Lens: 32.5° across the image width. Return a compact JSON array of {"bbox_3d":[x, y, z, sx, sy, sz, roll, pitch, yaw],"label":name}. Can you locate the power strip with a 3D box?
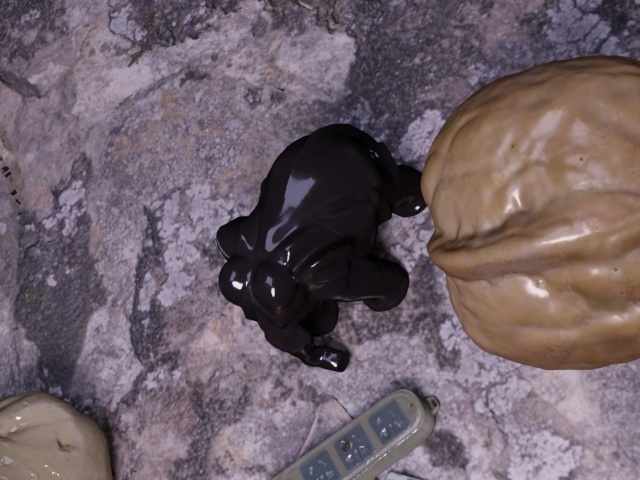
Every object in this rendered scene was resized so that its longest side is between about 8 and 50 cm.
[{"bbox_3d":[0.037,0.293,1.454,0.286,0.048,0.080,-38,56,11],"label":"power strip"}]

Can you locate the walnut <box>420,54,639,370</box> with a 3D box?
[{"bbox_3d":[0.298,-0.031,1.263,0.381,0.381,0.381,-12,64,27],"label":"walnut"}]

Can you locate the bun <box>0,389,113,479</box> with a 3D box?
[{"bbox_3d":[-0.469,0.395,1.607,0.362,0.234,0.326,-38,60,20],"label":"bun"}]

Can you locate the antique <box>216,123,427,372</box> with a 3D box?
[{"bbox_3d":[0.000,0.000,1.475,0.185,0.255,0.322,13,79,32],"label":"antique"}]

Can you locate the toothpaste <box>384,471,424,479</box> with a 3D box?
[{"bbox_3d":[0.078,0.420,1.382,0.067,0.037,0.255,6,69,33],"label":"toothpaste"}]
